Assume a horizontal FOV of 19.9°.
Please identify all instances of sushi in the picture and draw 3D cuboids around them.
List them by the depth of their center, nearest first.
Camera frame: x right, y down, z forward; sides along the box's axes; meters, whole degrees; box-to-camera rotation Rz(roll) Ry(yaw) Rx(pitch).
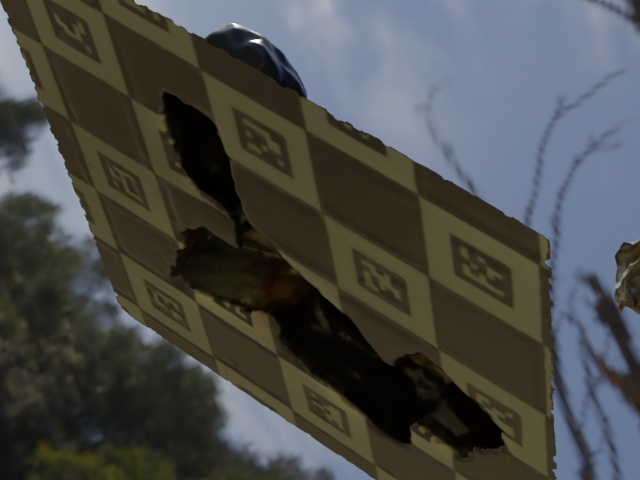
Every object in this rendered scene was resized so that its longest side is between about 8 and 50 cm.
[{"bbox_3d":[0.000,0.000,0.946,0.343,0.064,0.359,31,-25,27],"label":"sushi"}]

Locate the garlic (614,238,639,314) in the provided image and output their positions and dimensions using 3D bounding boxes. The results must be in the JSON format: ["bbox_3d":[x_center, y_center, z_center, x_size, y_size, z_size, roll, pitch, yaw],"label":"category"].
[{"bbox_3d":[0.340,0.039,1.158,0.210,0.292,0.237,19,-90,54],"label":"garlic"}]
